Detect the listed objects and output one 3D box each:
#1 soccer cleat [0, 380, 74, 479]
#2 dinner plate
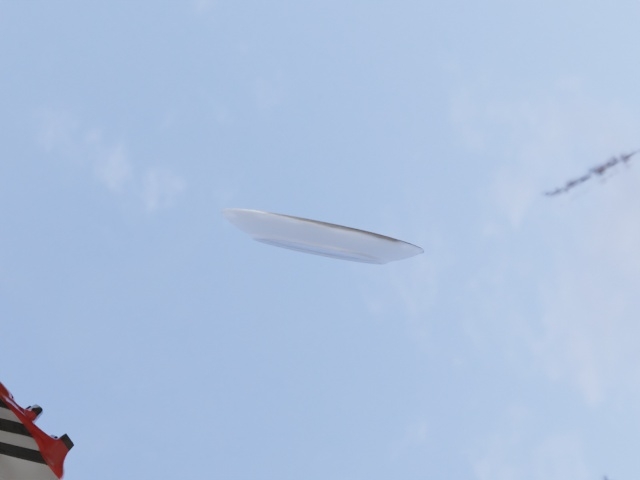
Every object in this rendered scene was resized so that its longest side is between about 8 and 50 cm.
[{"bbox_3d":[-0.106,0.044,0.326,0.083,0.029,0.035,48,-118,-8],"label":"soccer cleat"},{"bbox_3d":[0.000,0.000,0.804,0.141,0.141,0.017,12,-93,-29],"label":"dinner plate"}]
